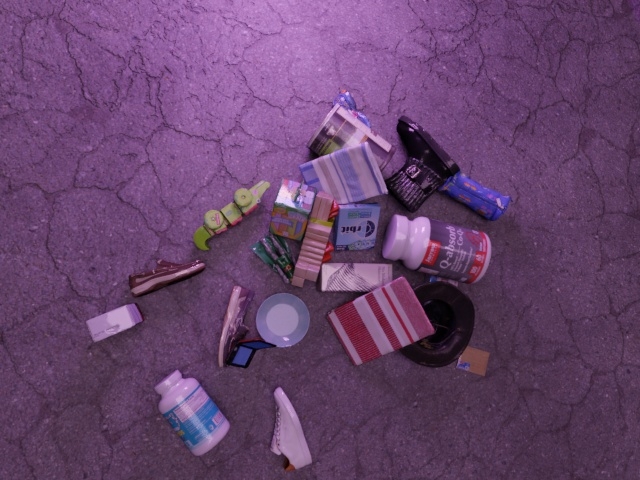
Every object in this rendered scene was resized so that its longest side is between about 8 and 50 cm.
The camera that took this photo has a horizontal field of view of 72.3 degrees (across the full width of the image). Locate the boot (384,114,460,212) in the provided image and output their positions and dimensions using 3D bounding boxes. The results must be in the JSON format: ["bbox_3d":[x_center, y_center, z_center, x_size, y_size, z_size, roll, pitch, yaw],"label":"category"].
[{"bbox_3d":[0.345,-0.306,1.733,0.260,0.131,0.347,-41,65,12],"label":"boot"}]

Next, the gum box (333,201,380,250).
[{"bbox_3d":[0.134,-0.051,1.647,0.157,0.041,0.184,-3,123,-14],"label":"gum box"}]

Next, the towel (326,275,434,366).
[{"bbox_3d":[0.216,0.300,1.606,0.329,0.037,0.236,-28,93,16],"label":"towel"}]

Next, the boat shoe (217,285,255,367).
[{"bbox_3d":[-0.294,0.303,1.532,0.093,0.103,0.284,11,75,-6],"label":"boat shoe"}]

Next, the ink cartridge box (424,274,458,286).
[{"bbox_3d":[0.479,0.181,1.744,0.123,0.052,0.088,13,81,-12],"label":"ink cartridge box"}]

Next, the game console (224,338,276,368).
[{"bbox_3d":[-0.237,0.390,1.502,0.085,0.144,0.124,20,78,30],"label":"game console"}]

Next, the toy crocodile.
[{"bbox_3d":[-0.314,-0.098,1.567,0.341,0.115,0.105,-39,98,-12],"label":"toy crocodile"}]

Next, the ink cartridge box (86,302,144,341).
[{"bbox_3d":[-0.657,0.260,1.415,0.128,0.175,0.072,-22,89,-15],"label":"ink cartridge box"}]

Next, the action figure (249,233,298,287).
[{"bbox_3d":[-0.137,0.078,1.616,0.137,0.063,0.232,-37,96,-17],"label":"action figure"}]

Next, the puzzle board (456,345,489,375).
[{"bbox_3d":[0.613,0.481,1.762,0.128,0.011,0.096,18,81,-10],"label":"puzzle board"}]

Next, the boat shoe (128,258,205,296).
[{"bbox_3d":[-0.532,0.106,1.505,0.258,0.095,0.095,-21,83,-14],"label":"boat shoe"}]

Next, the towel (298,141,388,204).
[{"bbox_3d":[0.081,-0.223,1.592,0.285,0.034,0.209,-14,115,25],"label":"towel"}]

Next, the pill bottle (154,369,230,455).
[{"bbox_3d":[-0.431,0.560,1.447,0.146,0.146,0.264,-37,92,-14],"label":"pill bottle"}]

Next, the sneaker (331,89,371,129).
[{"bbox_3d":[0.125,-0.482,1.736,0.087,0.083,0.221,-36,87,-1],"label":"sneaker"}]

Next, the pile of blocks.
[{"bbox_3d":[0.000,0.000,1.582,0.113,0.149,0.361,16,85,2],"label":"pile of blocks"}]

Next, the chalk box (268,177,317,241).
[{"bbox_3d":[-0.096,-0.122,1.542,0.132,0.213,0.132,16,50,-2],"label":"chalk box"}]

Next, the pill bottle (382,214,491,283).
[{"bbox_3d":[0.434,0.028,1.666,0.364,0.210,0.209,13,81,-6],"label":"pill bottle"}]

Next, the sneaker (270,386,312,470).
[{"bbox_3d":[-0.129,0.664,1.523,0.123,0.106,0.289,-19,89,-17],"label":"sneaker"}]

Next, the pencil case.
[{"bbox_3d":[0.621,-0.190,1.779,0.306,0.133,0.119,28,95,-7],"label":"pencil case"}]

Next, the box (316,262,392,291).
[{"bbox_3d":[0.127,0.140,1.647,0.276,0.094,0.113,0,84,-12],"label":"box"}]

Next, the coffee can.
[{"bbox_3d":[0.114,-0.350,1.646,0.276,0.201,0.201,36,77,-6],"label":"coffee can"}]

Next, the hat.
[{"bbox_3d":[0.423,0.306,1.677,0.332,0.134,0.330,0,97,-2],"label":"hat"}]

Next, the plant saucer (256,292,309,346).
[{"bbox_3d":[-0.138,0.290,1.600,0.195,0.037,0.194,2,83,-13],"label":"plant saucer"}]
